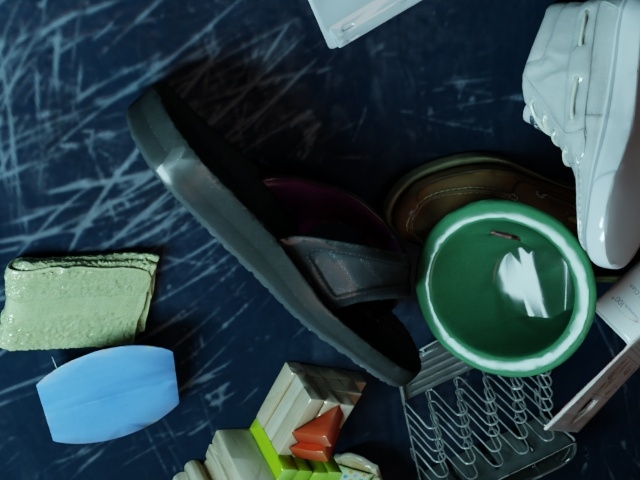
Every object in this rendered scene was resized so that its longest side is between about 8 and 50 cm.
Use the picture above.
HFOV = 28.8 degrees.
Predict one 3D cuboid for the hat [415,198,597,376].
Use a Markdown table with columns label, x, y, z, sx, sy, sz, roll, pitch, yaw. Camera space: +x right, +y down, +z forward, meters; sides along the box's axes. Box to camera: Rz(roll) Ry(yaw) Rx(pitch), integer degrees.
| label | x | y | z | sx | sy | sz | roll | pitch | yaw |
| --- | --- | --- | --- | --- | --- | --- | --- | --- | --- |
| hat | 0.225 | 0.036 | 1.263 | 0.183 | 0.208 | 0.173 | -19 | 124 | -61 |

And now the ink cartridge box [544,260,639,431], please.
| label | x | y | z | sx | sy | sz | roll | pitch | yaw |
| --- | --- | --- | --- | --- | --- | --- | --- | --- | --- |
| ink cartridge box | 0.348 | 0.106 | 1.419 | 0.261 | 0.066 | 0.296 | -44 | 161 | 7 |

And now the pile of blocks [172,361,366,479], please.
| label | x | y | z | sx | sy | sz | roll | pitch | yaw |
| --- | --- | --- | --- | --- | --- | --- | --- | --- | --- |
| pile of blocks | -0.080 | 0.291 | 1.389 | 0.362 | 0.112 | 0.149 | -42 | 135 | 8 |

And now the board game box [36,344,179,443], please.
| label | x | y | z | sx | sy | sz | roll | pitch | yaw |
| --- | --- | --- | --- | --- | --- | --- | --- | --- | --- |
| board game box | -0.212 | 0.142 | 1.243 | 0.133 | 0.033 | 0.168 | -15 | 145 | -12 |

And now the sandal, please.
| label | x | y | z | sx | sy | sz | roll | pitch | yaw |
| --- | --- | --- | --- | --- | --- | --- | --- | --- | --- |
| sandal | 0.000 | 0.001 | 1.151 | 0.107 | 0.167 | 0.446 | -37 | 135 | 9 |

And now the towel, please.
| label | x | y | z | sx | sy | sz | roll | pitch | yaw |
| --- | --- | --- | --- | --- | --- | --- | --- | --- | --- |
| towel | -0.227 | 0.057 | 1.170 | 0.148 | 0.027 | 0.110 | -3 | 129 | -29 |

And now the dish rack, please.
| label | x | y | z | sx | sy | sz | roll | pitch | yaw |
| --- | --- | --- | --- | --- | --- | --- | --- | --- | --- |
| dish rack | 0.197 | 0.206 | 1.503 | 0.208 | 0.074 | 0.271 | -24 | 134 | -11 |

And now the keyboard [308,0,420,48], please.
| label | x | y | z | sx | sy | sz | roll | pitch | yaw |
| --- | --- | --- | --- | --- | --- | --- | --- | --- | --- |
| keyboard | 0.107 | -0.260 | 1.109 | 0.256 | 0.014 | 0.072 | -31 | 130 | -4 |

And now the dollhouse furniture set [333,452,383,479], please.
| label | x | y | z | sx | sy | sz | roll | pitch | yaw |
| --- | --- | --- | --- | --- | --- | --- | --- | --- | --- |
| dollhouse furniture set | 0.057 | 0.358 | 1.434 | 0.182 | 0.161 | 0.101 | -59 | 147 | -35 |

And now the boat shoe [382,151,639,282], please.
| label | x | y | z | sx | sy | sz | roll | pitch | yaw |
| --- | --- | --- | --- | --- | --- | --- | --- | --- | --- |
| boat shoe | 0.213 | -0.015 | 1.304 | 0.307 | 0.104 | 0.110 | 3 | 125 | -31 |

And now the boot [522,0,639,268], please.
| label | x | y | z | sx | sy | sz | roll | pitch | yaw |
| --- | --- | --- | --- | --- | --- | --- | --- | --- | --- |
| boot | 0.250 | -0.104 | 1.173 | 0.095 | 0.123 | 0.258 | 19 | 80 | -48 |
